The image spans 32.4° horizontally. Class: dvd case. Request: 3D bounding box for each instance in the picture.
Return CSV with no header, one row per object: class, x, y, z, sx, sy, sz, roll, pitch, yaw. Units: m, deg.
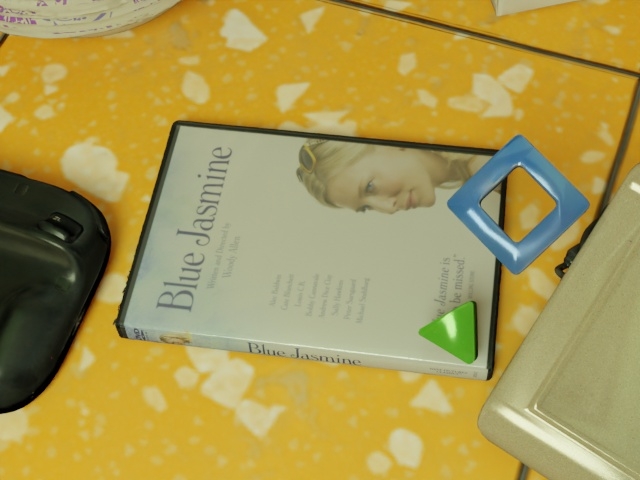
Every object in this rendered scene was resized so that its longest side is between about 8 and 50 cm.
dvd case,0.000,0.000,0.770,0.253,0.022,0.180,6,58,7

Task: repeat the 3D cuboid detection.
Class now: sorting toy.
sorting toy,0.218,0.079,0.652,0.347,0.047,0.196,32,94,12

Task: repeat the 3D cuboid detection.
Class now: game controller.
game controller,-0.310,0.009,0.767,0.319,0.067,0.167,15,74,13

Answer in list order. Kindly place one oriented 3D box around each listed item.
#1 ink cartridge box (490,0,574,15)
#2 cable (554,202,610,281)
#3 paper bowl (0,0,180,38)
ink cartridge box,0.169,-0.249,0.904,0.088,0.052,0.122,-12,56,-4
cable,0.255,0.041,0.722,0.150,0.047,0.184,-35,64,-27
paper bowl,-0.195,-0.277,0.884,0.284,0.148,0.284,-1,58,2
